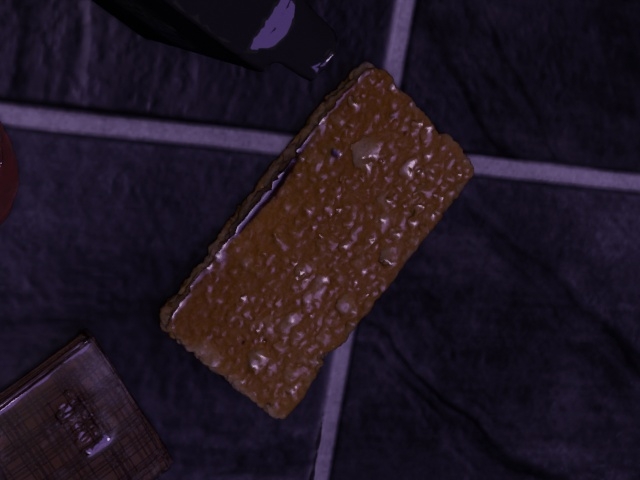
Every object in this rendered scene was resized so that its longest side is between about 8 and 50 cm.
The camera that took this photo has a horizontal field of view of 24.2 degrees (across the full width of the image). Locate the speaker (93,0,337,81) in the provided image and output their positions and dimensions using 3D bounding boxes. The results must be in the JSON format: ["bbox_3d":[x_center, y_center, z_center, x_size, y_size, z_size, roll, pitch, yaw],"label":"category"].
[{"bbox_3d":[-0.077,-0.249,0.816,0.254,0.184,0.232,34,86,-34],"label":"speaker"}]

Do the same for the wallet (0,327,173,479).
[{"bbox_3d":[-0.210,0.166,0.938,0.230,0.042,0.124,-35,120,-15],"label":"wallet"}]

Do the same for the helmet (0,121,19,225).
[{"bbox_3d":[-0.231,-0.050,0.858,0.111,0.057,0.089,56,33,-33],"label":"helmet"}]

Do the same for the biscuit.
[{"bbox_3d":[0.000,0.000,1.016,0.231,0.025,0.131,-51,122,-8],"label":"biscuit"}]
